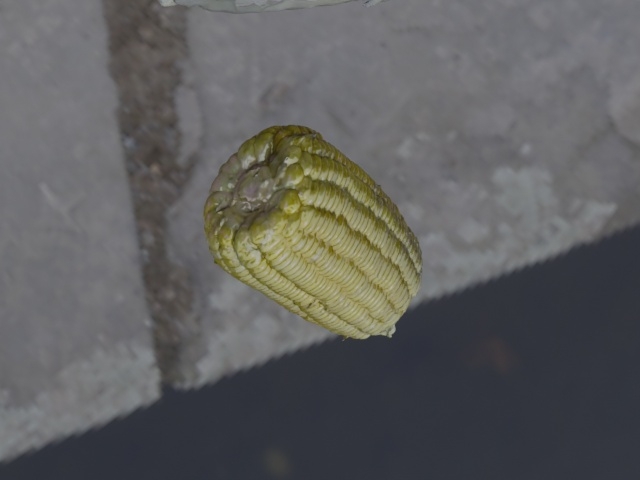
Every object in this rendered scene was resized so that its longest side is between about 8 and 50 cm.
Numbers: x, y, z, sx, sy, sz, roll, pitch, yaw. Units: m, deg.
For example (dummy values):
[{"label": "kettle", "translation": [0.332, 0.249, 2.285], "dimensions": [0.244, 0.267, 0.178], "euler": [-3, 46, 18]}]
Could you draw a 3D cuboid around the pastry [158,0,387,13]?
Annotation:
[{"label": "pastry", "translation": [-0.036, -0.150, 0.673], "dimensions": [0.165, 0.166, 0.088], "euler": [-4, 136, -30]}]

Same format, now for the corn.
[{"label": "corn", "translation": [0.000, 0.000, 1.021], "dimensions": [0.165, 0.063, 0.085], "euler": [41, 57, -57]}]
